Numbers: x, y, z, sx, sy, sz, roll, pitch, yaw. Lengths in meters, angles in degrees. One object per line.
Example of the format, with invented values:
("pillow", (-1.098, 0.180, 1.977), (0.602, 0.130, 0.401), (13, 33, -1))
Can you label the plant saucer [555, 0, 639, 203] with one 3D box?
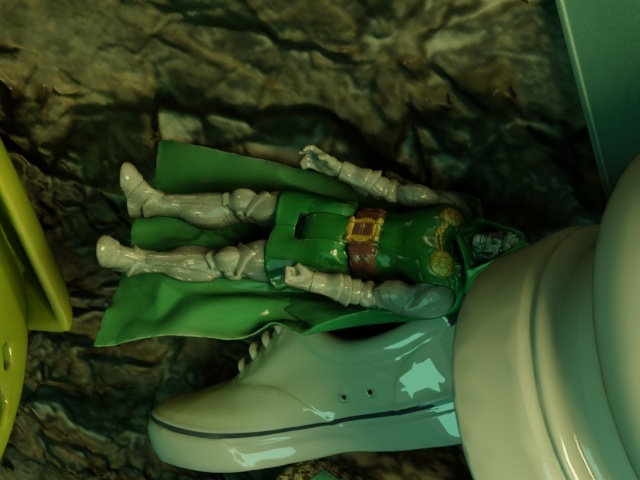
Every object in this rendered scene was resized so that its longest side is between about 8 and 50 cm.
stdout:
("plant saucer", (0.155, -0.066, 0.791), (0.067, 0.018, 0.192), (-1, 123, 30))

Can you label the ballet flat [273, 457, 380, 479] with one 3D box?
("ballet flat", (-0.026, 0.300, 1.102), (0.182, 0.164, 0.483), (42, 141, 22))

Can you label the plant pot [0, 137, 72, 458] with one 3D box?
("plant pot", (-0.291, 0.021, 0.970), (0.228, 0.207, 0.227), (4, 132, 28))

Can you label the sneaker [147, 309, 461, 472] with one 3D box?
("sneaker", (0.000, 0.075, 0.956), (0.258, 0.094, 0.091), (-12, 96, 33))

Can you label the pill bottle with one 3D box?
("pill bottle", (0.261, 0.025, 0.654), (0.407, 0.229, 0.229), (-23, 111, 39))

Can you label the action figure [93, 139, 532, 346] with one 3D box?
("action figure", (0.000, 0.000, 0.872), (0.232, 0.137, 0.063), (4, 152, 15))
